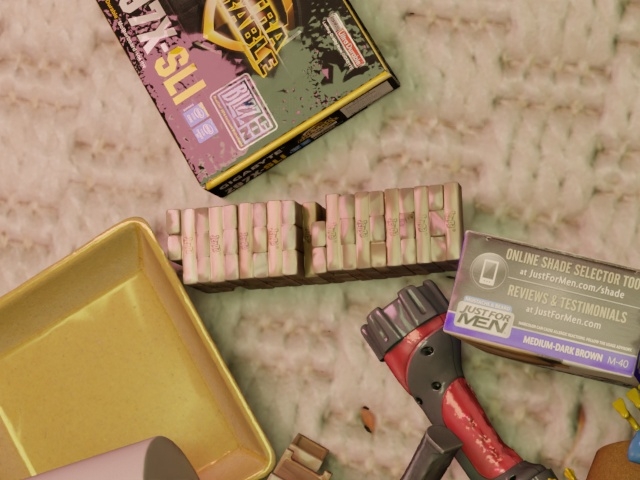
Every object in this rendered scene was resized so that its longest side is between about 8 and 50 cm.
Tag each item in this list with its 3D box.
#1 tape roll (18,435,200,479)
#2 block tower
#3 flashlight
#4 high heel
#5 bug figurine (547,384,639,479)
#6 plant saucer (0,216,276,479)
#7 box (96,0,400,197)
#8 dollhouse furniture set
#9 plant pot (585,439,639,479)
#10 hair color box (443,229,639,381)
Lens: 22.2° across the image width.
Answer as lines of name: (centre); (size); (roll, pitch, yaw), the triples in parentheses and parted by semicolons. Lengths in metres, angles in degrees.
tape roll: (-0.209, 0.342, 1.693); (0.169, 0.246, 0.246); (-18, 78, 10)
block tower: (0.000, 0.000, 1.854); (0.335, 0.097, 0.091); (-5, 81, 14)
flashlight: (0.166, 0.189, 1.782); (0.103, 0.103, 0.304); (-36, 74, 3)
high heel: (0.153, 0.346, 1.719); (0.261, 0.093, 0.186); (54, 134, 38)
bug figurine: (0.329, 0.280, 1.543); (0.216, 0.072, 0.279); (-32, 50, 11)
plant saucer: (-0.253, 0.193, 1.878); (0.333, 0.081, 0.333); (-31, 80, 10)
box: (-0.097, -0.250, 1.921); (0.257, 0.079, 0.322); (-32, 76, 9)
dollhouse furniture set: (0.007, 0.311, 1.773); (0.161, 0.182, 0.101); (30, 100, 4)
plant pot: (0.343, 0.341, 1.673); (0.237, 0.237, 0.254); (-2, 66, 13)
hair color box: (0.245, 0.078, 1.655); (0.185, 0.339, 0.110); (13, 84, 14)
